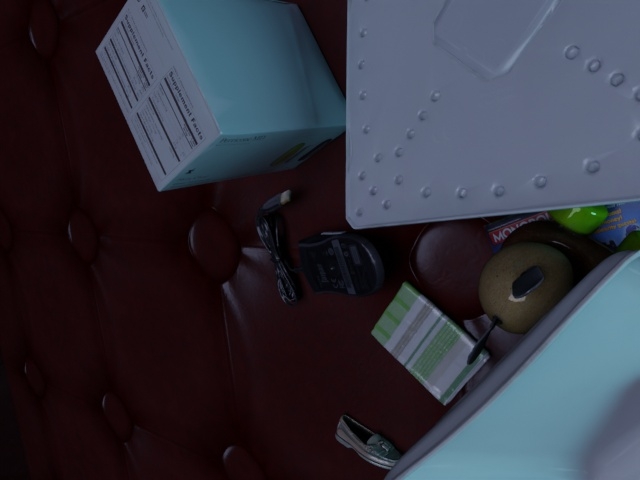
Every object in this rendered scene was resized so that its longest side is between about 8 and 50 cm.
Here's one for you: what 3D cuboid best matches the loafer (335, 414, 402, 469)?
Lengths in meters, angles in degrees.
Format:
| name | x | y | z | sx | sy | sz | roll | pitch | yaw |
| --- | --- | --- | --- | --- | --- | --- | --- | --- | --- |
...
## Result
| name | x | y | z | sx | sy | sz | roll | pitch | yaw |
| --- | --- | --- | --- | --- | --- | --- | --- | --- | --- |
| loafer | 0.076 | 0.323 | 0.826 | 0.125 | 0.045 | 0.039 | 14 | 104 | 38 |

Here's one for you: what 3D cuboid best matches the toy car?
| name | x | y | z | sx | sy | sz | roll | pitch | yaw |
| --- | --- | --- | --- | --- | --- | --- | --- | --- | --- |
| toy car | 0.206 | 0.053 | 0.470 | 0.149 | 0.188 | 0.155 | 43 | 126 | 27 |

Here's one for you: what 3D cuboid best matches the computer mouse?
| name | x | y | z | sx | sy | sz | roll | pitch | yaw |
| --- | --- | --- | --- | --- | --- | --- | --- | --- | --- |
| computer mouse | 0.000 | 0.000 | 0.790 | 0.262 | 0.060 | 0.184 | -17 | 96 | 52 |

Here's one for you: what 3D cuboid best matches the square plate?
| name | x | y | z | sx | sy | sz | roll | pitch | yaw |
| --- | --- | --- | --- | --- | --- | --- | --- | --- | --- |
| square plate | 0.266 | 0.152 | 0.481 | 0.347 | 0.344 | 0.049 | -60 | 29 | 32 |

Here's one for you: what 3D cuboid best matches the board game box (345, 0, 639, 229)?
| name | x | y | z | sx | sy | sz | roll | pitch | yaw |
| --- | --- | --- | --- | --- | --- | --- | --- | --- | --- |
| board game box | 0.178 | -0.215 | 0.490 | 0.390 | 0.050 | 0.390 | -5 | 82 | 48 |

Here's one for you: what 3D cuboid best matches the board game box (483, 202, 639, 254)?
| name | x | y | z | sx | sy | sz | roll | pitch | yaw |
| --- | --- | --- | --- | --- | --- | --- | --- | --- | --- |
| board game box | 0.289 | -0.005 | 0.553 | 0.194 | 0.060 | 0.194 | -22 | 86 | 42 |

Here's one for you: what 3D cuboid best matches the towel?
| name | x | y | z | sx | sy | sz | roll | pitch | yaw |
| --- | --- | --- | --- | --- | --- | --- | --- | --- | --- |
| towel | 0.153 | 0.144 | 0.732 | 0.152 | 0.023 | 0.113 | 44 | 123 | 24 |

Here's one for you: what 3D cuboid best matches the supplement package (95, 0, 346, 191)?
| name | x | y | z | sx | sy | sz | roll | pitch | yaw |
| --- | --- | --- | --- | --- | --- | --- | --- | --- | --- |
| supplement package | -0.115 | -0.202 | 0.689 | 0.145 | 0.262 | 0.204 | -30 | 83 | 40 |
